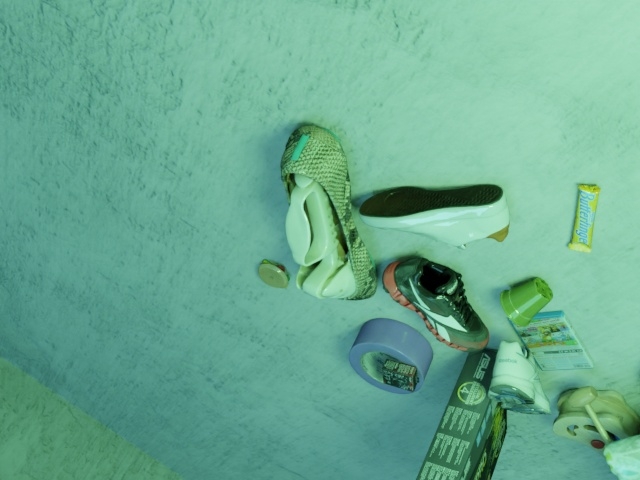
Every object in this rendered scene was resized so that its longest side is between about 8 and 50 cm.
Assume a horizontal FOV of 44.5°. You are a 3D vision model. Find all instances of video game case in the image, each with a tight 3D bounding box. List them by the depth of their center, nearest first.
[{"bbox_3d":[0.484,0.212,1.633,0.119,0.015,0.166,-11,126,42],"label":"video game case"}]

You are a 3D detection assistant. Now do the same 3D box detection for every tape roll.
[{"bbox_3d":[0.167,0.276,1.859,0.188,0.080,0.189,17,140,16],"label":"tape roll"}]

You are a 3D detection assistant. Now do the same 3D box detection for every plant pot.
[{"bbox_3d":[0.409,0.114,1.530,0.083,0.083,0.079,39,130,-11],"label":"plant pot"}]

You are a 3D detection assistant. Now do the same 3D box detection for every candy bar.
[{"bbox_3d":[0.462,-0.039,1.366,0.040,0.018,0.162,13,140,21],"label":"candy bar"}]

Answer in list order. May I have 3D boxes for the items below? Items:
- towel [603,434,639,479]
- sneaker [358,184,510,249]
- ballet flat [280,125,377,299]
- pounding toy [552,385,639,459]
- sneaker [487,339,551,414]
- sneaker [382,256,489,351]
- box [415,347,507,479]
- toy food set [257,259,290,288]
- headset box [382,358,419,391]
[{"bbox_3d":[0.777,0.499,1.542,0.320,0.090,0.375,-24,113,17],"label":"towel"},{"bbox_3d":[0.211,-0.029,1.467,0.290,0.106,0.123,1,131,30],"label":"sneaker"},{"bbox_3d":[0.000,0.000,1.578,0.163,0.182,0.483,9,138,24],"label":"ballet flat"},{"bbox_3d":[0.588,0.422,1.683,0.269,0.155,0.154,45,135,-18],"label":"pounding toy"},{"bbox_3d":[0.434,0.299,1.669,0.110,0.129,0.297,1,159,22],"label":"sneaker"},{"bbox_3d":[0.261,0.131,1.620,0.276,0.098,0.135,41,143,-11],"label":"sneaker"},{"bbox_3d":[0.319,0.483,1.734,0.097,0.395,0.318,11,137,26],"label":"box"},{"bbox_3d":[-0.112,0.082,1.873,0.083,0.020,0.083,25,142,8],"label":"toy food set"},{"bbox_3d":[0.186,0.311,1.793,0.083,0.032,0.062,12,139,21],"label":"headset box"}]
